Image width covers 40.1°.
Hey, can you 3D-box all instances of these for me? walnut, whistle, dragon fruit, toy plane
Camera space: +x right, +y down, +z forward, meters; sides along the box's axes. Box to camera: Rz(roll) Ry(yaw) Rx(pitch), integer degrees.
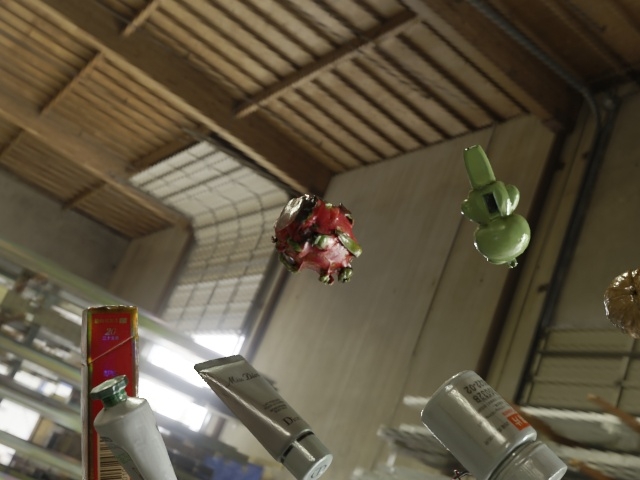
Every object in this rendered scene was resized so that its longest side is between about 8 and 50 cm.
[{"bbox_3d":[0.670,0.137,1.800,0.155,0.155,0.184,5,-15,42],"label":"walnut"},{"bbox_3d":[0.404,-0.076,2.065,0.141,0.294,0.141,-17,-7,-2],"label":"whistle"},{"bbox_3d":[0.000,0.000,1.695,0.172,0.160,0.166,32,14,-21],"label":"dragon fruit"},{"bbox_3d":[0.360,0.540,2.080,0.145,0.037,0.060,-36,-44,14],"label":"toy plane"}]

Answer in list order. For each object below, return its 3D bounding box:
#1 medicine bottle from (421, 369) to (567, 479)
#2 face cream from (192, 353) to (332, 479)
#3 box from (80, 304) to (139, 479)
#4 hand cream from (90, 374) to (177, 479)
[{"bbox_3d":[0.313,0.367,1.598,0.252,0.144,0.144,47,-6,30],"label":"medicine bottle"},{"bbox_3d":[-0.108,0.336,1.695,0.314,0.089,0.143,40,27,27],"label":"face cream"},{"bbox_3d":[-0.356,0.269,1.471,0.089,0.313,0.197,1,-6,-16],"label":"box"},{"bbox_3d":[-0.217,0.341,1.173,0.121,0.076,0.336,-11,-77,53],"label":"hand cream"}]
